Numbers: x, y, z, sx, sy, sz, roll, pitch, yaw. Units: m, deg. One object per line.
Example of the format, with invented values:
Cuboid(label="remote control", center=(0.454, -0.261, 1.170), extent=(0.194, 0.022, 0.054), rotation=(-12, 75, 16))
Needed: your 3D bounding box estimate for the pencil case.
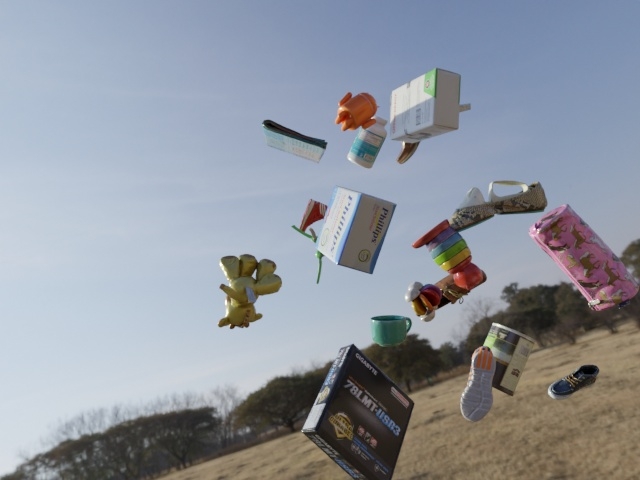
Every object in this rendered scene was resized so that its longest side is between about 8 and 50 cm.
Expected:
Cuboid(label="pencil case", center=(0.890, 0.058, 1.568), extent=(0.167, 0.386, 0.160), rotation=(-36, -5, -46))

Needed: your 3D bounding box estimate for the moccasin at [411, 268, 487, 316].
Cuboid(label="moccasin", center=(0.614, 0.251, 2.197), extent=(0.380, 0.146, 0.139), rotation=(-26, -52, 16))

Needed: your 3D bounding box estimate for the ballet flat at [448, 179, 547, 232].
Cuboid(label="ballet flat", center=(0.751, -0.164, 2.011), extent=(0.484, 0.181, 0.164), rotation=(-14, 4, -6))

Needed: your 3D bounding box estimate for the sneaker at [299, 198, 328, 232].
Cuboid(label="sneaker", center=(-0.026, -0.104, 2.330), extent=(0.128, 0.087, 0.221), rotation=(18, -42, -6))

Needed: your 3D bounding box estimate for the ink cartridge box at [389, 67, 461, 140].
Cuboid(label="ink cartridge box", center=(0.399, -0.512, 1.785), extent=(0.122, 0.210, 0.289), rotation=(3, 0, -24))

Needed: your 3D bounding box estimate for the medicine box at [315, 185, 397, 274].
Cuboid(label="medicine box", center=(0.121, -0.048, 1.699), extent=(0.149, 0.263, 0.289), rotation=(16, 6, -19))

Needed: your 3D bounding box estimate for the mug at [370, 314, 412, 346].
Cuboid(label="mug", center=(0.261, 0.328, 1.667), extent=(0.158, 0.097, 0.129), rotation=(-2, -1, 2))

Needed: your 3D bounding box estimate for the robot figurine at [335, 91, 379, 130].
Cuboid(label="robot figurine", center=(0.165, -0.582, 2.064), extent=(0.219, 0.158, 0.128), rotation=(-39, -43, -21))

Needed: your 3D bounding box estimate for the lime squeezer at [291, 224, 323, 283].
Cuboid(label="lime squeezer", center=(-0.031, 0.050, 2.218), extent=(0.110, 0.310, 0.059), rotation=(-23, -2, -3))

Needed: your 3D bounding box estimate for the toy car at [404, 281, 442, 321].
Cuboid(label="toy car", center=(0.469, 0.254, 2.027), extent=(0.136, 0.159, 0.182), rotation=(-39, 2, 29))

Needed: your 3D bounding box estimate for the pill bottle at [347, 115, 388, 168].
Cuboid(label="pill bottle", center=(0.257, -0.523, 2.416), extent=(0.146, 0.146, 0.263), rotation=(6, -65, -48))

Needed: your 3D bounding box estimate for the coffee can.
Cuboid(label="coffee can", center=(0.848, 0.551, 2.141), extent=(0.202, 0.275, 0.201), rotation=(26, -6, 3))

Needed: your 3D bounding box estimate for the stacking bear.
Cuboid(label="stacking bear", center=(0.546, 0.070, 1.886), extent=(0.175, 0.289, 0.164), rotation=(-29, -12, -39))

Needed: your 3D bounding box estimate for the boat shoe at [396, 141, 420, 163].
Cuboid(label="boat shoe", center=(0.493, -0.568, 2.503), extent=(0.117, 0.123, 0.324), rotation=(27, -60, -5))

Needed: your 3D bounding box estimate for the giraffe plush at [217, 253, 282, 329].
Cuboid(label="giraffe plush", center=(-0.213, 0.162, 1.294), extent=(0.182, 0.210, 0.170), rotation=(13, -57, -10))

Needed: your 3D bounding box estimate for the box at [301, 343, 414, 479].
Cuboid(label="box", center=(0.120, 0.503, 1.317), extent=(0.073, 0.295, 0.293), rotation=(-29, 19, 45))

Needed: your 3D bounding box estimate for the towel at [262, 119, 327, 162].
Cuboid(label="towel", center=(-0.113, -0.416, 1.966), extent=(0.272, 0.040, 0.370), rotation=(19, -1, -4))

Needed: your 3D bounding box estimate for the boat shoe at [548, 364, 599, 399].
Cuboid(label="boat shoe", center=(0.878, 0.486, 1.597), extent=(0.184, 0.065, 0.083), rotation=(-17, -51, -13))

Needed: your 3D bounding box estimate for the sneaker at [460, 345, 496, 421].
Cuboid(label="sneaker", center=(0.695, 0.610, 1.986), extent=(0.125, 0.320, 0.180), rotation=(16, 7, 21))

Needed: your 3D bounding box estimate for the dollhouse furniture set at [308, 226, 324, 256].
Cuboid(label="dollhouse furniture set", center=(0.000, 0.000, 2.156), extent=(0.059, 0.151, 0.076), rotation=(-24, -2, 0))

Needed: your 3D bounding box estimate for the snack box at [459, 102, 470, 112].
Cuboid(label="snack box", center=(0.730, -0.716, 2.502), extent=(0.100, 0.037, 0.141), rotation=(-19, 19, -28))
